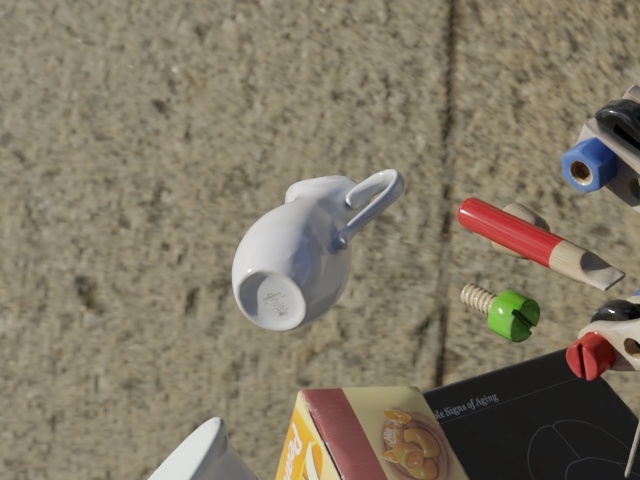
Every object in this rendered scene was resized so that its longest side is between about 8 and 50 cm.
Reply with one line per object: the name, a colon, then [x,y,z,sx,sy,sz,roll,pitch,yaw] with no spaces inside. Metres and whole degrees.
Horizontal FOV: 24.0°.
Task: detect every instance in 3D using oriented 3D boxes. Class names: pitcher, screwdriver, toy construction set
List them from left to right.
pitcher: [0.000,0.000,1.672,0.177,0.207,0.125,-26,110,34]
screwdriver: [0.308,0.160,1.413,0.025,0.024,0.170,29,127,39]
toy construction set: [0.281,0.028,1.133,0.237,0.308,0.257,28,113,41]

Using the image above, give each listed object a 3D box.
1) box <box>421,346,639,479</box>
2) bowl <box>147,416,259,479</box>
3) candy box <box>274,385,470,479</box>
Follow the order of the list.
box: [0.239,0.426,1.807,0.472,0.480,0.297,53,133,28]
bowl: [-0.127,0.297,1.217,0.134,0.298,0.298,39,102,-5]
candy box: [0.017,0.268,0.930,0.183,0.087,0.316,-119,37,-49]
